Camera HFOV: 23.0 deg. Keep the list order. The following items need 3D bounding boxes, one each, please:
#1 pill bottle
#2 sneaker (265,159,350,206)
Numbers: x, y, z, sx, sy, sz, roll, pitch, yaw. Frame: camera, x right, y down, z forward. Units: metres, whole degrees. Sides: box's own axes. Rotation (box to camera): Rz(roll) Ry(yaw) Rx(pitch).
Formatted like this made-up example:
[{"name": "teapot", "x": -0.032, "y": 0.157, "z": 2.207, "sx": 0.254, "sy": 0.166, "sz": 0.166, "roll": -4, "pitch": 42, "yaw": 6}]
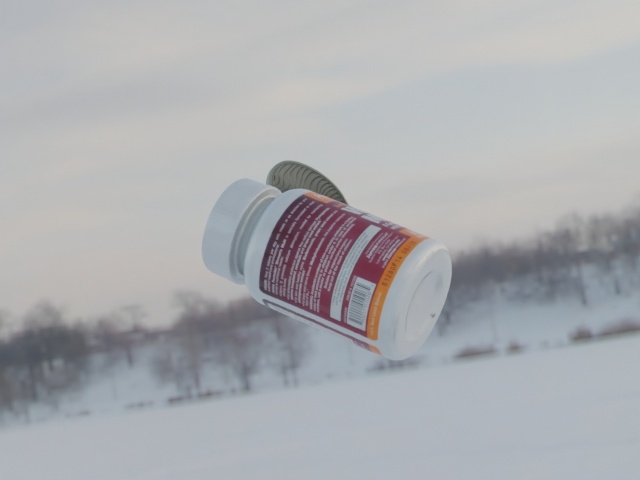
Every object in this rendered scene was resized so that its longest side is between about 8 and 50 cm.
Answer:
[{"name": "pill bottle", "x": 0.004, "y": 0.022, "z": 1.508, "sx": 0.221, "sy": 0.121, "sz": 0.121, "roll": 22, "pitch": 9, "yaw": 24}, {"name": "sneaker", "x": 0.000, "y": 0.000, "z": 1.916, "sx": 0.083, "sy": 0.222, "sz": 0.118, "roll": -47, "pitch": 12, "yaw": -21}]
